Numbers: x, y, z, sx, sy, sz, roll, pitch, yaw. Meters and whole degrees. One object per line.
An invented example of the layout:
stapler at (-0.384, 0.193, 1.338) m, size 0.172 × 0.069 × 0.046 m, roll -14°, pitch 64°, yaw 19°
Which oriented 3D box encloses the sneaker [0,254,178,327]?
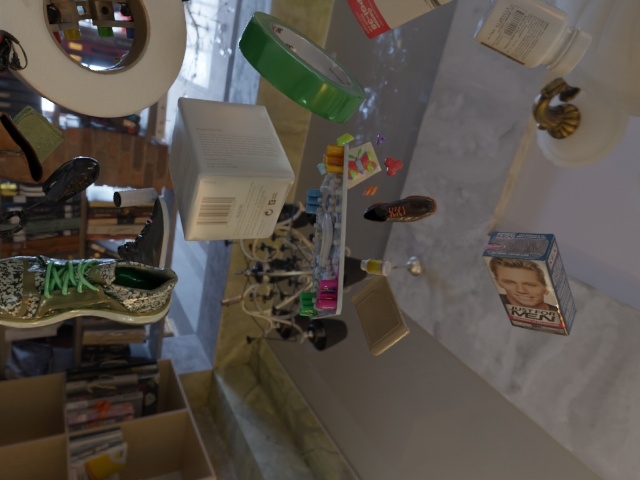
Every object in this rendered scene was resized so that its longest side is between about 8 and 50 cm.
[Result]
sneaker at (-0.488, 0.078, 0.918) m, size 0.182 × 0.411 × 0.157 m, roll -40°, pitch -124°, yaw 41°

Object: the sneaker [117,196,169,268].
sneaker at (-0.593, -0.006, 1.476) m, size 0.105 × 0.147 × 0.295 m, roll 17°, pitch -80°, yaw 60°

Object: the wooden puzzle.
wooden puzzle at (0.216, 0.267, 1.604) m, size 0.221 × 0.044 × 0.238 m, roll -52°, pitch -130°, yaw 43°

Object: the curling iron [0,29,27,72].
curling iron at (-0.561, -0.248, 0.710) m, size 0.068 × 0.035 × 0.273 m, roll 66°, pitch 27°, yaw -48°

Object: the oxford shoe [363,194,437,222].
oxford shoe at (0.285, -0.101, 1.604) m, size 0.272 × 0.098 × 0.096 m, roll -9°, pitch -80°, yaw 35°

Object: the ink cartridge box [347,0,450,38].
ink cartridge box at (0.184, -0.406, 0.599) m, size 0.117 × 0.207 × 0.283 m, roll 57°, pitch -16°, yaw -23°

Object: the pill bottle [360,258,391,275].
pill bottle at (0.157, 0.075, 1.263) m, size 0.083 × 0.043 × 0.043 m, roll 6°, pitch -84°, yaw 39°

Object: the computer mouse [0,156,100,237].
computer mouse at (-0.527, -0.084, 0.827) m, size 0.071 × 0.242 × 0.041 m, roll 45°, pitch -17°, yaw 19°

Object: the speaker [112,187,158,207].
speaker at (-0.616, -0.144, 1.477) m, size 0.055 × 0.136 × 0.055 m, roll 10°, pitch -74°, yaw 36°

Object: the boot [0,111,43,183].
boot at (-0.684, -0.208, 0.787) m, size 0.096 × 0.281 × 0.264 m, roll -71°, pitch 160°, yaw -46°

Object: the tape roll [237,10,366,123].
tape roll at (-0.038, -0.412, 1.059) m, size 0.077 × 0.321 × 0.321 m, roll -49°, pitch -132°, yaw 27°

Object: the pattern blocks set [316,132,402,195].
pattern blocks set at (0.163, -0.323, 1.887) m, size 0.285 × 0.325 × 0.026 m, roll 52°, pitch -5°, yaw -9°

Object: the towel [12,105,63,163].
towel at (-0.646, -0.210, 0.968) m, size 0.027 × 0.110 × 0.148 m, roll 25°, pitch -106°, yaw 24°

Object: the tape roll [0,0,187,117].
tape roll at (-0.467, -0.454, 0.912) m, size 0.072 × 0.392 × 0.391 m, roll 24°, pitch -69°, yaw 40°

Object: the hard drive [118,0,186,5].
hard drive at (-0.554, -0.753, 1.250) m, size 0.237 × 0.339 × 0.064 m, roll 1°, pitch -82°, yaw 23°

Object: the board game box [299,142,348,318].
board game box at (0.000, 0.000, 1.141) m, size 0.390 × 0.051 × 0.389 m, roll 131°, pitch -36°, yaw -75°

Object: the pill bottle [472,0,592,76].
pill bottle at (0.483, -0.474, 1.013) m, size 0.131 × 0.230 × 0.131 m, roll -63°, pitch 180°, yaw -1°

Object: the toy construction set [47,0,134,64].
toy construction set at (-0.555, -0.500, 1.040) m, size 0.237 × 0.257 × 0.308 m, roll 19°, pitch -30°, yaw 36°

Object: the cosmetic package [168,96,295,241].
cosmetic package at (-0.336, -0.251, 1.585) m, size 0.329 × 0.328 × 0.393 m, roll -61°, pitch -138°, yaw 45°

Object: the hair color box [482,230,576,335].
hair color box at (0.617, 0.129, 1.297) m, size 0.174 × 0.347 × 0.105 m, roll 4°, pitch -131°, yaw 44°
